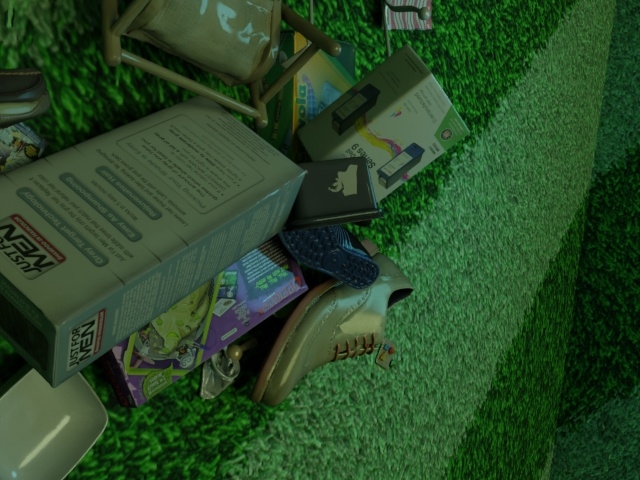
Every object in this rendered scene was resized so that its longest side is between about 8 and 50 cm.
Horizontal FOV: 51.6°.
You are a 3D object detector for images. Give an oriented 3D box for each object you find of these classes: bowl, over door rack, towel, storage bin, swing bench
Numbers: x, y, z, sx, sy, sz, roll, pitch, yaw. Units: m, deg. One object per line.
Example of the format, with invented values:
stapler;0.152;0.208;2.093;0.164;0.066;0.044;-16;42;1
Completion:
bowl;-0.333;0.213;0.766;0.142;0.053;0.141;-51;133;-36
over door rack;0.068;-0.365;1.037;0.240;0.108;0.323;27;64;-46
towel;0.182;-0.492;1.319;0.197;0.029;0.144;-25;127;-53
storage bin;0.011;-0.065;0.927;0.135;0.098;0.090;-8;92;-18
swing bench;-0.145;-0.311;0.810;0.253;0.165;0.254;15;43;-52

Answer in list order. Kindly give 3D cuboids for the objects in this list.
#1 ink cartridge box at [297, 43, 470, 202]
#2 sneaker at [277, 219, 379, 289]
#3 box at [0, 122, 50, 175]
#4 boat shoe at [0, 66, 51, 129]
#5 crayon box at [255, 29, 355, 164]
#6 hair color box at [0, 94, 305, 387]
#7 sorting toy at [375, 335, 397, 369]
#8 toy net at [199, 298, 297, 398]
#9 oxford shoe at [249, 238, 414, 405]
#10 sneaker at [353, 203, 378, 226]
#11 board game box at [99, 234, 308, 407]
ink cartridge box;0.096;-0.164;1.007;0.212;0.093;0.154;-35;139;12
sneaker;0.000;0.000;1.061;0.081;0.090;0.232;-47;131;6
box;-0.364;-0.107;0.691;0.137;0.027;0.093;47;60;-46
boat shoe;-0.399;-0.142;0.532;0.356;0.132;0.130;-12;99;-44
crayon box;-0.024;-0.188;1.085;0.165;0.081;0.278;-9;103;-52
hair color box;-0.208;-0.025;0.762;0.374;0.185;0.113;-37;160;-44
sorting toy;0.151;0.251;1.450;0.083;0.012;0.062;40;64;-48
toy net;-0.123;0.141;1.040;0.232;0.045;0.122;-61;139;-26
oxford shoe;0.033;0.148;1.130;0.397;0.147;0.140;-46;167;-38
sneaker;0.078;-0.121;1.258;0.077;0.072;0.178;-45;138;-55
board game box;-0.170;0.051;0.923;0.347;0.056;0.208;-31;101;-46
